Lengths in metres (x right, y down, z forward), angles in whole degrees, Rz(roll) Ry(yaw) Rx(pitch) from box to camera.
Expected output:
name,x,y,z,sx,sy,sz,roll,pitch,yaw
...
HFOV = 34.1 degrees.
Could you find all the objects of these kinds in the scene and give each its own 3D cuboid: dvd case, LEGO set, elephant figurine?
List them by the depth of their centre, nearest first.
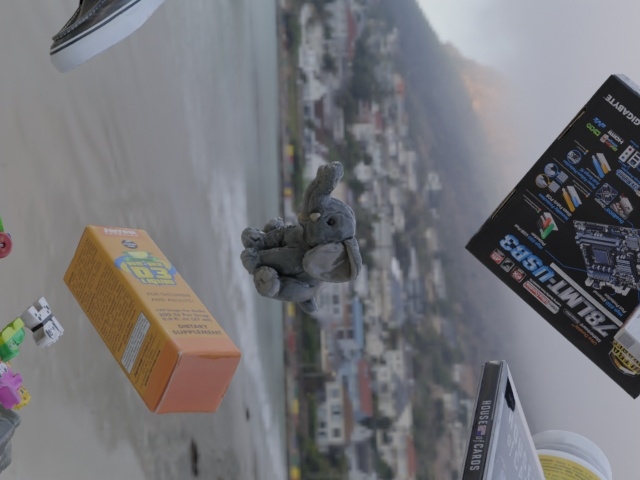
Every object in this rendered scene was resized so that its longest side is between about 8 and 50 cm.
name,x,y,z,sx,sy,sz,roll,pitch,yaw
dvd case,0.173,0.254,0.979,0.239,0.029,0.179,-63,137,-55
LEGO set,-0.372,0.158,1.243,0.093,0.087,0.227,56,12,-10
elephant figurine,0.000,0.000,1.707,0.186,0.239,0.169,2,61,-62

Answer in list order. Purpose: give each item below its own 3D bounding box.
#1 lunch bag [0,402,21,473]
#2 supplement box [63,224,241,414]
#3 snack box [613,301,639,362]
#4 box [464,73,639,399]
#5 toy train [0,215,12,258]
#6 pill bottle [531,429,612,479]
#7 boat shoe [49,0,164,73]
name,x,y,z,sx,sy,sz,roll,pitch,yaw
lunch bag,-0.572,0.254,1.331,0.235,0.287,0.169,-51,172,-43
supplement box,-0.175,0.075,1.052,0.233,0.078,0.080,42,-63,42
snack box,0.387,0.087,1.168,0.178,0.064,0.022,-34,164,-49
box,0.383,-0.005,1.303,0.293,0.295,0.073,-53,166,24
toy train,-0.591,-0.016,1.555,0.248,0.105,0.143,-25,111,-47
pill bottle,0.298,0.401,1.386,0.334,0.188,0.188,-48,141,-58
boat shoe,-0.311,-0.382,1.577,0.119,0.121,0.335,55,50,-25
